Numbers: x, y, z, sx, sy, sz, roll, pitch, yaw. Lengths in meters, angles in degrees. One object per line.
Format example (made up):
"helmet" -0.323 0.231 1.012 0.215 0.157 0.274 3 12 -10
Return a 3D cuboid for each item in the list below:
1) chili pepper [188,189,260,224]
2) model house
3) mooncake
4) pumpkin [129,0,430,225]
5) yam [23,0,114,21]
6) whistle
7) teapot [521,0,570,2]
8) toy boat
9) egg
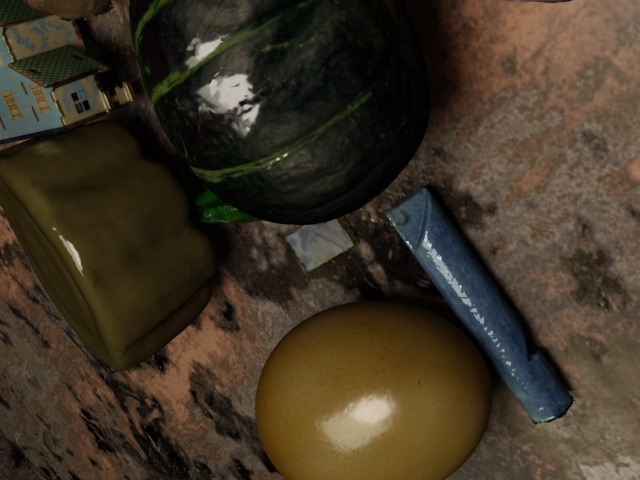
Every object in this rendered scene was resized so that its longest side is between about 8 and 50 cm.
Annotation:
"chili pepper" -0.155 -0.046 1.073 0.227 0.059 0.088 -16 118 50
"model house" -0.417 -0.270 1.065 0.271 0.178 0.206 0 118 44
"mooncake" -0.332 -0.004 1.116 0.378 0.201 0.378 39 147 31
"pumpkin" -0.035 -0.171 0.690 0.242 0.323 0.323 -20 103 20
"yam" -0.319 -0.415 0.919 0.128 0.129 0.238 39 137 14
"whistle" 0.186 0.076 0.843 0.304 0.062 0.062 55 138 -1
"teapot" 0.174 -0.279 0.608 0.116 0.148 0.145 2 111 0
"toy boat" 0.000 0.000 0.992 0.115 0.016 0.063 -29 95 47
"egg" 0.062 0.197 0.892 0.323 0.250 0.250 -28 96 45
